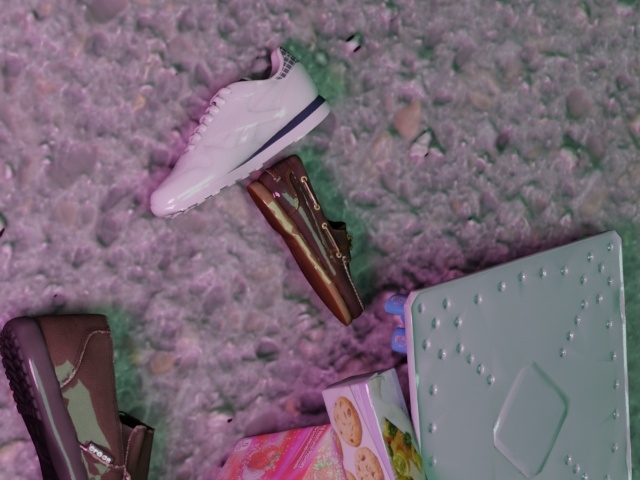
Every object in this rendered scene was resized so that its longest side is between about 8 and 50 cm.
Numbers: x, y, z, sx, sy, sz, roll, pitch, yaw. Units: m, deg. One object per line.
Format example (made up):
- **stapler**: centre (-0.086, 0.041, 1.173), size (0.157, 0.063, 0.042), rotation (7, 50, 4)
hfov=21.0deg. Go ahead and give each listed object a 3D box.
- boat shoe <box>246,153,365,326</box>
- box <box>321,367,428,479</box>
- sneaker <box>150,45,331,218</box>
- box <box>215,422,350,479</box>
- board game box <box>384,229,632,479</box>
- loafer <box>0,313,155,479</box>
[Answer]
- **boat shoe**: centre (0.000, 0.000, 1.941), size (0.073, 0.073, 0.207), rotation (-37, 113, -14)
- **box**: centre (0.086, 0.301, 1.879), size (0.063, 0.067, 0.324), rotation (-20, 95, -53)
- **sneaker**: centre (-0.101, -0.112, 1.875), size (0.235, 0.090, 0.095), rotation (-39, 101, -19)
- **box**: centre (-0.057, 0.354, 1.858), size (0.142, 0.154, 0.300), rotation (55, 43, -23)
- **board game box**: centre (0.231, 0.210, 2.039), size (0.390, 0.050, 0.390), rotation (-15, 105, -43)
- **loafer**: centre (-0.226, 0.240, 1.836), size (0.130, 0.134, 0.366), rotation (-21, 108, -22)
